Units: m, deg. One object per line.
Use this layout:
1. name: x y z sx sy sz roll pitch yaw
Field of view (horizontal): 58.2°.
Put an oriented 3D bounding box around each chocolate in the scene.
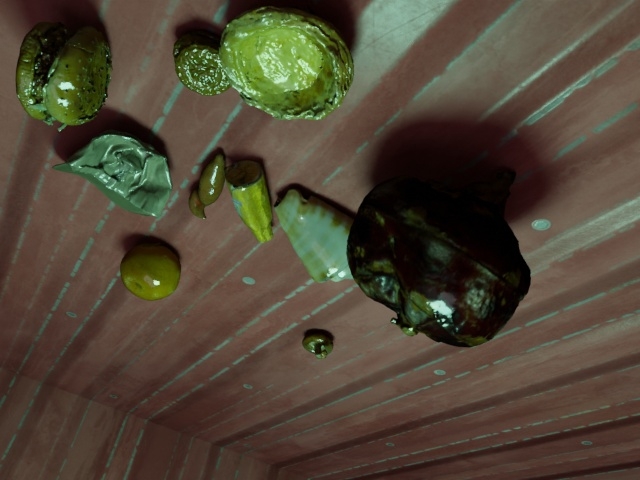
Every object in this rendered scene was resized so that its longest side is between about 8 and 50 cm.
1. chocolate: -0.136 -0.069 1.210 0.086 0.085 0.219 3 145 13

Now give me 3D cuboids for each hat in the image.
1. hat: -0.427 -0.153 1.196 0.214 0.149 0.245 37 174 -41

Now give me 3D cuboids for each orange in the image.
1. orange: -0.425 0.076 1.454 0.155 0.134 0.154 13 124 19

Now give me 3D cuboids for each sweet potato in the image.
1. sweet potato: -0.235 -0.108 1.201 0.055 0.058 0.202 25 140 -13

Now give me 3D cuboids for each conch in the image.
1. conch: -0.001 0.010 1.229 0.255 0.127 0.158 34 139 -26

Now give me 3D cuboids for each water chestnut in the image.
1. water chestnut: 0.229 0.002 1.035 0.335 0.335 0.347 34 97 -26

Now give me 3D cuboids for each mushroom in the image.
1. mushroom: 0.002 0.302 1.657 0.088 0.073 0.129 47 168 -19

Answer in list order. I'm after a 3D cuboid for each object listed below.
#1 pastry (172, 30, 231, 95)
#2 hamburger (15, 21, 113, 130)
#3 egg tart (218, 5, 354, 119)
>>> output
1. pastry: -0.191 -0.292 0.947 0.109 0.057 0.097 24 137 -19
2. hamburger: -0.417 -0.267 0.958 0.114 0.177 0.185 10 117 -8
3. egg tart: -0.048 -0.279 0.890 0.213 0.090 0.212 8 141 7
